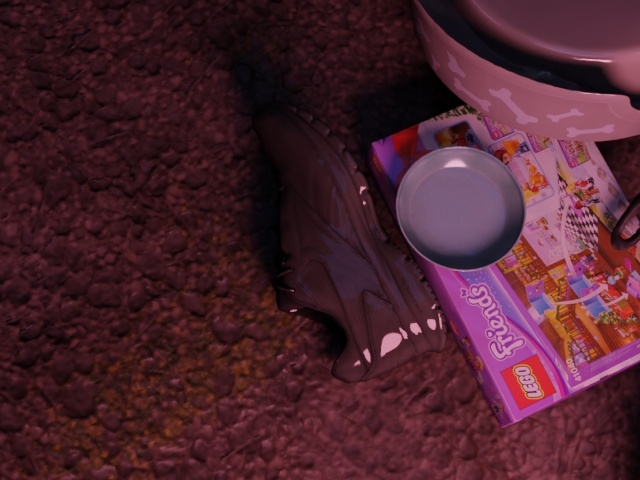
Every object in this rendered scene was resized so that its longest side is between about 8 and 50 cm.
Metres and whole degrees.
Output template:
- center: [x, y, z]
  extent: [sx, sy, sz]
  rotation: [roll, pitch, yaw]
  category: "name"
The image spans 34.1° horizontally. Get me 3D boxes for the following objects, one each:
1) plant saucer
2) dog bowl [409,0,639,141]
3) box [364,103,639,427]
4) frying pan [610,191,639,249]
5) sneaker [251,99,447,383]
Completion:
- center: [0.127, -0.027, 0.956]
  extent: [0.119, 0.021, 0.119]
  rotation: [1, 75, -3]
  category: "plant saucer"
- center: [0.245, -0.244, 1.002]
  extent: [0.349, 0.102, 0.348]
  rotation: [1, 59, -1]
  category: "dog bowl"
- center: [0.196, 0.002, 0.995]
  extent: [0.201, 0.057, 0.293]
  rotation: [-23, 77, -11]
  category: "box"
- center: [0.405, -0.095, 1.023]
  extent: [0.197, 0.053, 0.326]
  rotation: [20, 69, 1]
  category: "frying pan"
- center: [0.000, 0.000, 0.963]
  extent: [0.130, 0.109, 0.286]
  rotation: [-30, 77, -4]
  category: "sneaker"
